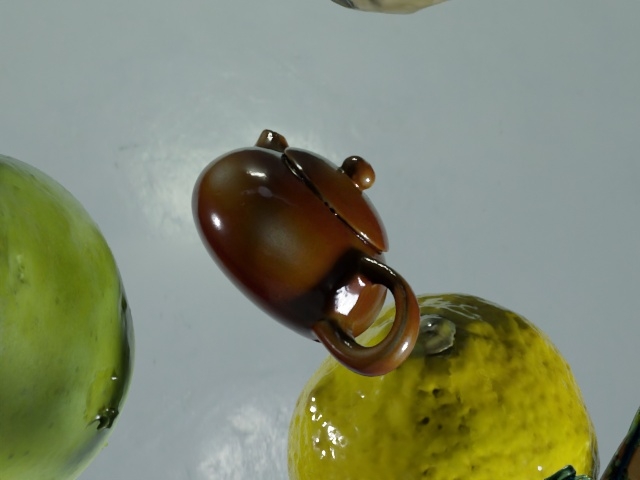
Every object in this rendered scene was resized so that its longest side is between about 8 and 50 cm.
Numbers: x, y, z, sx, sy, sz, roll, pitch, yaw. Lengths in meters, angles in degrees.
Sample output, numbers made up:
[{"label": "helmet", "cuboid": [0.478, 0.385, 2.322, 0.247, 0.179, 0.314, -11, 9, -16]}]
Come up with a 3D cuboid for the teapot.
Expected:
[{"label": "teapot", "cuboid": [0.000, 0.000, 0.835, 0.135, 0.178, 0.252, -49, 48, 10]}]

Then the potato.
[{"label": "potato", "cuboid": [-0.211, 0.053, 0.588, 0.216, 0.304, 0.216, -4, 72, 12]}]

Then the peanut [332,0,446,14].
[{"label": "peanut", "cuboid": [0.067, -0.162, 0.398, 0.120, 0.298, 0.136, 35, 81, -17]}]

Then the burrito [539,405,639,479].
[{"label": "burrito", "cuboid": [0.153, 0.146, 0.563, 0.104, 0.054, 0.288, 28, 71, 21]}]

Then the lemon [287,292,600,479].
[{"label": "lemon", "cuboid": [0.135, 0.226, 1.214, 0.350, 0.387, 0.350, -4, 36, 3]}]
